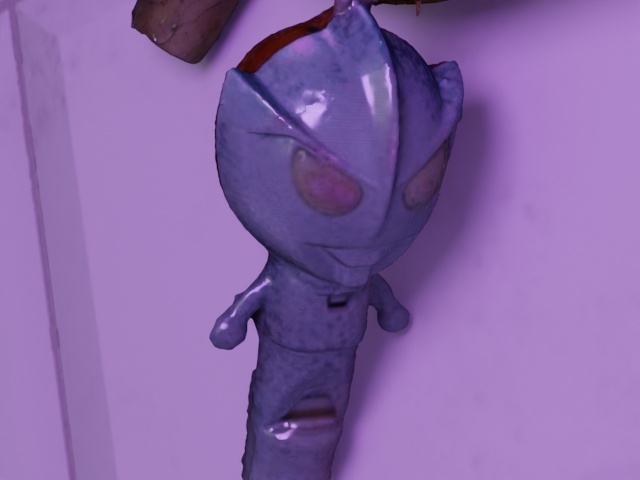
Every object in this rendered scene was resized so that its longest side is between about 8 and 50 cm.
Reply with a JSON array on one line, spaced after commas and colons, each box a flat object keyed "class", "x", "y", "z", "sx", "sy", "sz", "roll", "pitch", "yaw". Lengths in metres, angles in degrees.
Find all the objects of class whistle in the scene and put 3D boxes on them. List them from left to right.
[{"class": "whistle", "x": 0.000, "y": -0.001, "z": 1.098, "sx": 0.133, "sy": 0.142, "sz": 0.346, "roll": 28, "pitch": 122, "yaw": 33}]

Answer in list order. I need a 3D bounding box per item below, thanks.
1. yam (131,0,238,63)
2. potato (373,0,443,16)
[{"class": "yam", "x": -0.031, "y": -0.255, "z": 1.209, "sx": 0.071, "sy": 0.067, "sz": 0.317, "roll": 35, "pitch": 109, "yaw": 7}, {"class": "potato", "x": 0.052, "y": -0.241, "z": 1.053, "sx": 0.266, "sy": 0.229, "sz": 0.229, "roll": -24, "pitch": 71, "yaw": 35}]
